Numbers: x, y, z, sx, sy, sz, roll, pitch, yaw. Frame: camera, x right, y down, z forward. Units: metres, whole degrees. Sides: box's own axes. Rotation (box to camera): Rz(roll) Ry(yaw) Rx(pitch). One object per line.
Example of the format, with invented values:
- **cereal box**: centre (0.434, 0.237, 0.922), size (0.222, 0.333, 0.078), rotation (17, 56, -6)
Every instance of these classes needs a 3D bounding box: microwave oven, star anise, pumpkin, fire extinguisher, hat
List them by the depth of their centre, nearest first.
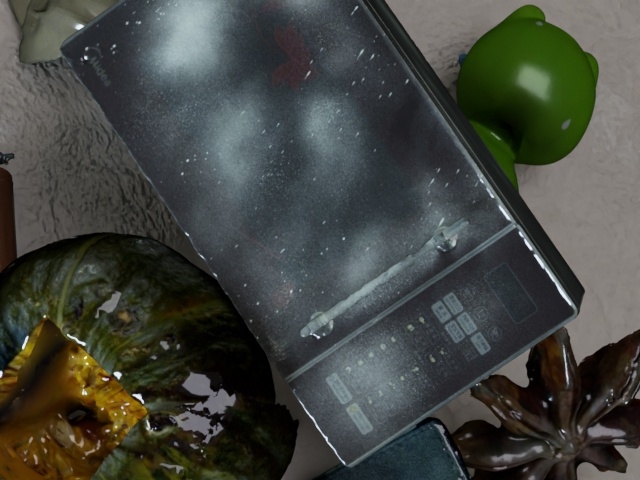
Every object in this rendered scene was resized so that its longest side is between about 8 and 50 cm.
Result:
- **pumpkin**: centre (-0.185, 0.151, 1.581), size (0.192, 0.320, 0.320), rotation (3, 69, -66)
- **microwave oven**: centre (0.020, -0.057, 1.667), size (0.236, 0.374, 0.432), rotation (-35, 86, 9)
- **fire extinguisher**: centre (-0.307, -0.013, 1.705), size (0.062, 0.050, 0.177), rotation (-7, 74, 1)
- **hat**: centre (-0.225, -0.266, 1.796), size (0.166, 0.144, 0.173), rotation (-21, 102, -32)
- **star anise**: centre (0.233, 0.188, 1.845), size (0.288, 0.288, 0.088), rotation (12, 32, -27)

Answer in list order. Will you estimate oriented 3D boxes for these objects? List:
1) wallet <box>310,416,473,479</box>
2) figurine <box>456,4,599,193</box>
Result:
- **wallet**: centre (0.119, 0.368, 1.773), size (0.191, 0.046, 0.379), rotation (-29, 91, 5)
- **figurine**: centre (0.196, -0.125, 1.988), size (0.162, 0.143, 0.263), rotation (38, 69, -8)
